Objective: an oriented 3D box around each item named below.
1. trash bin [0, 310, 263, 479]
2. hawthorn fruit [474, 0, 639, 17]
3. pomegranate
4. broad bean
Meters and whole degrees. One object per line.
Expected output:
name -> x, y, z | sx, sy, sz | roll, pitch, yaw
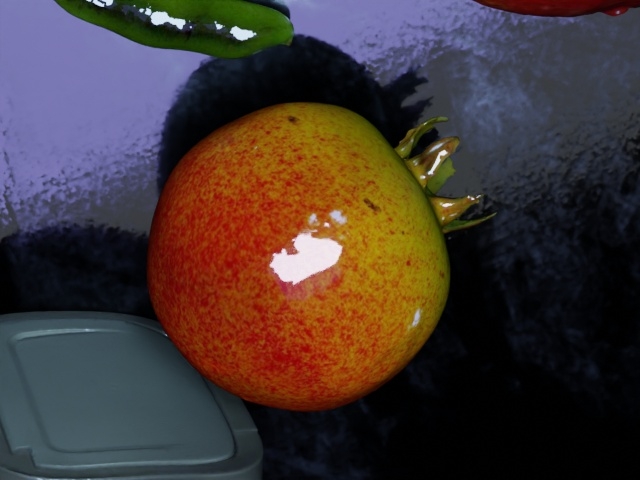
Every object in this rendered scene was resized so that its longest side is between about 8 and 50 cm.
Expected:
trash bin -> -0.171, 0.211, 1.169 | 0.219, 0.220, 0.250 | -2, 119, -20
hawthorn fruit -> 0.156, -0.255, 0.993 | 0.284, 0.285, 0.369 | -30, 123, 7
pomegranate -> 0.000, 0.000, 1.108 | 0.256, 0.221, 0.221 | -31, 110, -10
broad bean -> -0.130, -0.176, 1.123 | 0.226, 0.039, 0.069 | 24, 107, -9
